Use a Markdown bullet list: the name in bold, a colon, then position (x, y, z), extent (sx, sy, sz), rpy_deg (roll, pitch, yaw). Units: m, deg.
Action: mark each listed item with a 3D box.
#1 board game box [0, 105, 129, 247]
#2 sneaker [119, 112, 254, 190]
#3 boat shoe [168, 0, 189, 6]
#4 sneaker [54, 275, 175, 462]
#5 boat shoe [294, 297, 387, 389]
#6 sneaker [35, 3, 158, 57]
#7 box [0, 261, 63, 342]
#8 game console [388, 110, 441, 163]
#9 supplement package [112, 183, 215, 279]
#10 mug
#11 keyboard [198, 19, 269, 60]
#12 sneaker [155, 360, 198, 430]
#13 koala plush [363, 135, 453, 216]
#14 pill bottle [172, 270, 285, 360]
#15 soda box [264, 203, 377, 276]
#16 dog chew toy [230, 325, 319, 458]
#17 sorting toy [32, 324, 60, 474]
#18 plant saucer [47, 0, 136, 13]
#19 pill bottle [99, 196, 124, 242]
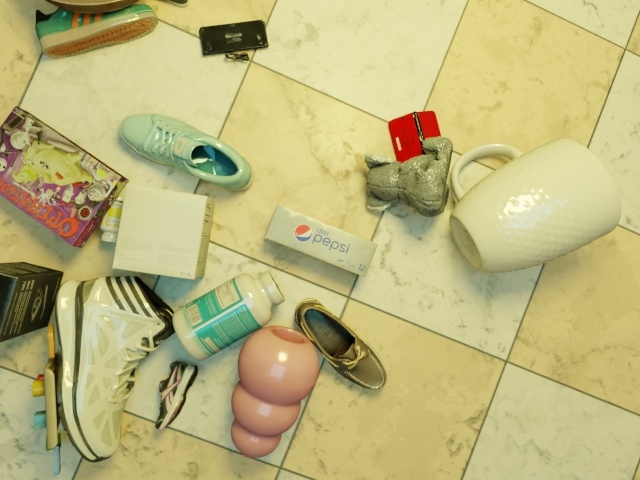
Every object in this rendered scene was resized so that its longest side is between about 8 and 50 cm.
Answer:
- **board game box**: position (-0.679, -0.161, 1.074), extent (0.346, 0.056, 0.208), rpy_deg (33, 90, 7)
- **sneaker**: position (-0.341, -0.240, 1.088), extent (0.365, 0.150, 0.135), rpy_deg (20, 87, -5)
- **boat shoe**: position (-0.419, -0.665, 1.139), extent (0.142, 0.040, 0.049), rpy_deg (16, 88, -5)
- **sneaker**: position (-0.480, 0.302, 1.059), extent (0.257, 0.169, 0.448), rpy_deg (-8, 88, -4)
- **boat shoe**: position (0.059, 0.286, 1.148), extent (0.116, 0.097, 0.324), rpy_deg (-44, 93, -5)
- **sneaker**: position (-0.574, -0.567, 1.089), extent (0.302, 0.108, 0.121), rpy_deg (-17, 95, -4)
- **box**: position (-0.729, 0.138, 1.017), extent (0.108, 0.207, 0.153), rpy_deg (15, 87, -5)
- **game console**: position (0.274, -0.284, 1.217), extent (0.124, 0.085, 0.144), rpy_deg (-14, 90, 26)
- **supplement package**: position (-0.384, -0.019, 1.081), extent (0.194, 0.149, 0.203), rpy_deg (9, 89, -5)
- **mug**: position (0.502, -0.104, 1.133), extent (0.328, 0.276, 0.374), rpy_deg (-27, 63, 1)
- **keyboard**: position (-0.232, -0.535, 1.167), extent (0.180, 0.023, 0.108), rpy_deg (-10, 84, -5)
- **sneaker**: position (-0.391, 0.399, 1.126), extent (0.077, 0.072, 0.178), rpy_deg (23, 79, 7)
- **koala plush**: position (0.218, -0.157, 1.126), extent (0.221, 0.203, 0.196), rpy_deg (8, 125, 20)
- **pill bottle**: position (-0.226, 0.181, 1.097), extent (0.264, 0.146, 0.146), rpy_deg (-29, 92, -5)
- **soda box**: position (0.000, 0.000, 1.148), extent (0.286, 0.091, 0.098), rpy_deg (21, 89, -5)
- **dog chew toy**: position (-0.131, 0.390, 1.086), extent (0.206, 0.206, 0.332), rpy_deg (19, 96, -5)
- **sorting toy**: position (-0.658, 0.379, 1.032), extent (0.047, 0.196, 0.348), rpy_deg (-3, 89, -30)
- **plant saucer**: position (-0.562, -0.656, 1.066), extent (0.310, 0.050, 0.311), rpy_deg (4, 59, -6)
- **pill bottle**: position (-0.531, -0.054, 1.109), extent (0.065, 0.065, 0.116), rpy_deg (10, 88, -5)
